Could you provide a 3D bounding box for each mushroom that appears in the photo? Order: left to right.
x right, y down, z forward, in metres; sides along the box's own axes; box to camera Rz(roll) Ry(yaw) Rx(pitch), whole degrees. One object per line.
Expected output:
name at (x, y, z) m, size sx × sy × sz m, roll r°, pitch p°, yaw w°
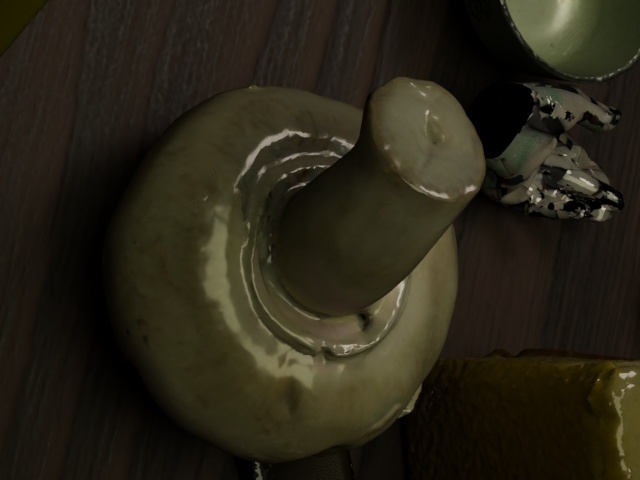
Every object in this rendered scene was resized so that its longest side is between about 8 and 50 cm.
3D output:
mushroom at (-0.025, -0.004, 1.479) m, size 0.315 × 0.315 × 0.356 m, roll -11°, pitch 123°, yaw -33°

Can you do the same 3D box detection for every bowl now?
bowl at (0.214, -0.247, 1.730) m, size 0.211 × 0.112 × 0.211 m, roll 3°, pitch 84°, yaw -34°

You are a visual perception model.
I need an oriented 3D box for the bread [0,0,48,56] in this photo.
bread at (-0.319, -0.169, 1.372) m, size 0.166 × 0.112 × 0.383 m, roll 45°, pitch 65°, yaw -23°

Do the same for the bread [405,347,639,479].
bread at (0.217, 0.255, 1.564) m, size 0.143 × 0.333 × 0.323 m, roll -5°, pitch 91°, yaw -29°

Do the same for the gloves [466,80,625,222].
gloves at (0.216, -0.083, 1.729) m, size 0.212 × 0.111 × 0.127 m, roll 33°, pitch 63°, yaw -59°

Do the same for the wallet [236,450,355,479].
wallet at (-0.011, 0.239, 1.591) m, size 0.110 × 0.031 × 0.198 m, roll -14°, pitch 94°, yaw -33°
